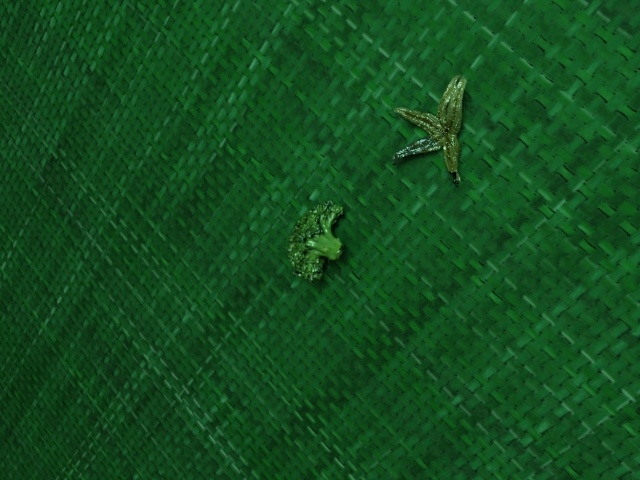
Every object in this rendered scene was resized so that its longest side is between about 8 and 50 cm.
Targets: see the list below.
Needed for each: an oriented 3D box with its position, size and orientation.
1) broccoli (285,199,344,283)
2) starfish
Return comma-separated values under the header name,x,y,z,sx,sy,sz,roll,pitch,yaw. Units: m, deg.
name,x,y,z,sx,sy,sz,roll,pitch,yaw
broccoli,0.000,0.000,0.846,0.092,0.097,0.095,23,138,29
starfish,0.152,-0.127,0.765,0.133,0.041,0.130,-31,74,34
